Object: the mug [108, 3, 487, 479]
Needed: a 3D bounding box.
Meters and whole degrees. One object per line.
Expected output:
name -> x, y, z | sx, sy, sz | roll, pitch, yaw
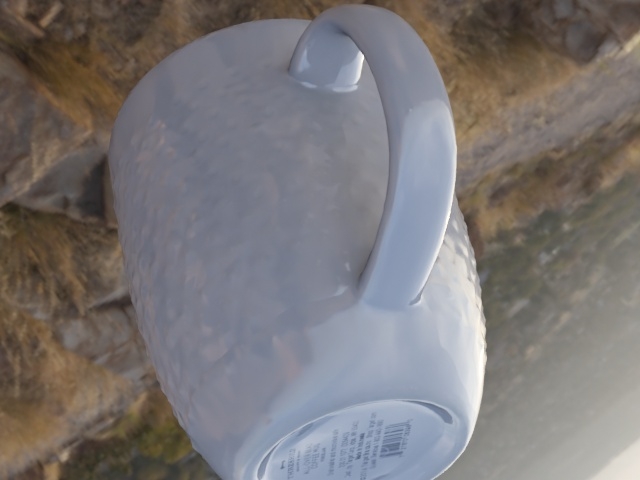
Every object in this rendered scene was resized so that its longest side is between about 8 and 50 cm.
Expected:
mug -> 0.000, 0.000, 0.713 | 0.276, 0.328, 0.374 | 1, 137, -22
